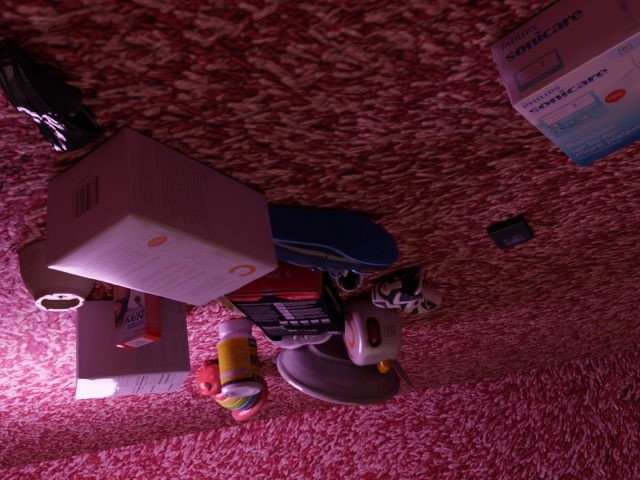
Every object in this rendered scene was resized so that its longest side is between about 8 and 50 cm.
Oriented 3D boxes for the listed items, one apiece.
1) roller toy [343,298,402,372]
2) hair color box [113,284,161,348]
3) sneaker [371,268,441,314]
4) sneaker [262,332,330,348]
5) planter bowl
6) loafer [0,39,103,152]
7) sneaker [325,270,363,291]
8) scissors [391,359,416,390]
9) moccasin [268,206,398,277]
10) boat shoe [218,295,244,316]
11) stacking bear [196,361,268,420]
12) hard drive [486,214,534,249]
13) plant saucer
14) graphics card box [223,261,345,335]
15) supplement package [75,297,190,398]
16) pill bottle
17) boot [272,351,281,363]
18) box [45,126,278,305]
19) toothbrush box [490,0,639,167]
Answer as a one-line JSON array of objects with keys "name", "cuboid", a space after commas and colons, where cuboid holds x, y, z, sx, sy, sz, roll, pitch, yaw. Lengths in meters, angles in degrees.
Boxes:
[{"name": "roller toy", "cuboid": [0.158, 0.271, 1.876, 0.146, 0.209, 0.191, -6, 129, -14]}, {"name": "hair color box", "cuboid": [-0.417, 0.151, 1.429, 0.093, 0.167, 0.053, -22, 152, 21]}, {"name": "sneaker", "cuboid": [0.277, 0.144, 1.780, 0.235, 0.094, 0.153, 15, 154, -25]}, {"name": "sneaker", "cuboid": [-0.062, 0.264, 1.879, 0.115, 0.105, 0.281, 11, 147, -39]}, {"name": "planter bowl", "cuboid": [-0.537, 0.080, 1.303, 0.162, 0.109, 0.162, -10, 155, -5]}, {"name": "loafer", "cuboid": [-0.365, -0.195, 0.855, 0.078, 0.076, 0.223, -16, 159, -3]}, {"name": "sneaker", "cuboid": [0.060, 0.082, 1.537, 0.099, 0.121, 0.262, -11, 155, 1]}, {"name": "scissors", "cuboid": [0.212, 0.342, 1.956, 0.109, 0.297, 0.021, -32, 142, -32]}, {"name": "moccasin", "cuboid": [0.000, 0.000, 1.364, 0.342, 0.138, 0.117, 15, 145, -18]}, {"name": "boat shoe", "cuboid": [-0.232, 0.152, 1.638, 0.059, 0.063, 0.170, -13, 145, 9]}, {"name": "stacking bear", "cuboid": [-0.331, 0.520, 2.252, 0.164, 0.175, 0.289, -21, 146, 24]}, {"name": "hard drive", "cuboid": [0.489, -0.019, 1.618, 0.094, 0.022, 0.135, -22, 153, 21]}, {"name": "plant saucer", "cuboid": [0.064, 0.380, 2.006, 0.400, 0.400, 0.101, 2, 107, -26]}, {"name": "graphics card box", "cuboid": [-0.077, 0.158, 1.627, 0.232, 0.094, 0.371, -4, 155, 12]}, {"name": "supplement package", "cuboid": [-0.489, 0.278, 1.623, 0.262, 0.199, 0.198, 0, 153, -23]}, {"name": "pill bottle", "cuboid": [-0.241, 0.345, 1.853, 0.119, 0.209, 0.119, -9, 155, -4]}, {"name": "boot", "cuboid": [-0.060, 0.404, 2.237, 0.137, 0.077, 0.198, -10, 170, 43]}, {"name": "box", "cuboid": [-0.274, -0.024, 1.130, 0.215, 0.168, 0.345, -26, 150, 27]}, {"name": "toothbrush box", "cuboid": [0.440, -0.258, 0.990, 0.216, 0.126, 0.295, -28, 148, 32]}]
